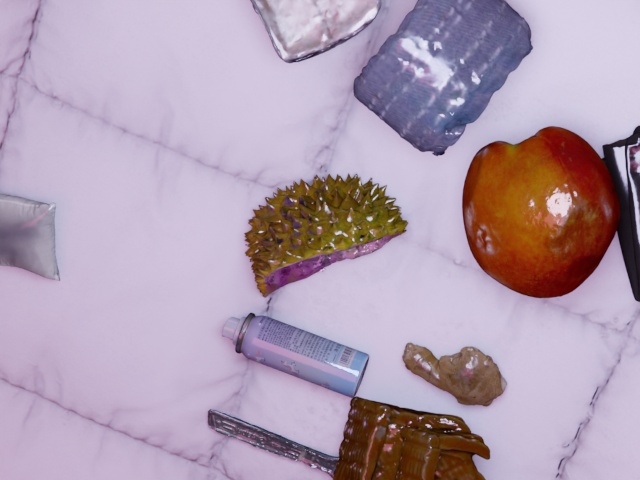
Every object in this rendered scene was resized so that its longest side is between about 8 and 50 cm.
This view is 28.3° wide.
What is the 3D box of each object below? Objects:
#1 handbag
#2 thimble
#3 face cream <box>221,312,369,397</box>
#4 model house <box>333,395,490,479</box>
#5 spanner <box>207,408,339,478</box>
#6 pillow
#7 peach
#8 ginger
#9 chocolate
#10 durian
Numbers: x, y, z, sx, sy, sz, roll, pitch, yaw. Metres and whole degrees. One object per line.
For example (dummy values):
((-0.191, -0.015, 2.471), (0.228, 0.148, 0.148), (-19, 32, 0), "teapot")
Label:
((0.550, -0.054, 1.755), (0.285, 0.113, 0.257), (-14, 95, 24), "handbag")
((0.173, -0.245, 1.754), (0.172, 0.205, 0.236), (38, 85, -3), "thimble")
((-0.042, 0.172, 1.978), (0.229, 0.075, 0.075), (20, 108, 8), "face cream")
((0.135, 0.343, 1.913), (0.220, 0.199, 0.229), (-35, 101, -6), "model house")
((-0.034, 0.340, 2.047), (0.326, 0.026, 0.093), (20, 107, 9), "spanner")
((-0.536, -0.010, 2.049), (0.254, 0.078, 0.144), (6, 116, 12), "pillow")
((0.312, -0.038, 1.759), (0.243, 0.200, 0.243), (23, 121, 43), "peach")
((0.205, 0.193, 1.926), (0.165, 0.067, 0.096), (24, 130, 7), "ginger")
((-0.041, -0.416, 1.808), (0.185, 0.100, 0.303), (-27, 99, 8), "chocolate")
((-0.006, -0.010, 1.884), (0.261, 0.186, 0.153), (-27, 104, 6), "durian")
